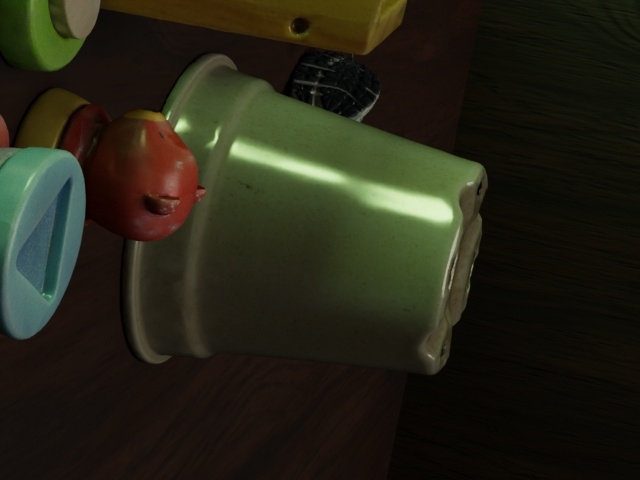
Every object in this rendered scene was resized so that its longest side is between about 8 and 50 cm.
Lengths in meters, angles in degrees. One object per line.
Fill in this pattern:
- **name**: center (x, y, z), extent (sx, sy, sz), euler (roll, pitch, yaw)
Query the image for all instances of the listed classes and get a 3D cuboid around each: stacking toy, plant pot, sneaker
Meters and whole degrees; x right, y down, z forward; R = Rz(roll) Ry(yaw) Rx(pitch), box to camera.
- **stacking toy**: center (-0.175, -0.088, 1.064), extent (0.309, 0.130, 0.279), euler (-53, 154, -64)
- **plant pot**: center (0.000, 0.000, 1.552), extent (0.334, 0.306, 0.333), euler (13, 90, -78)
- **sneaker**: center (-0.014, -0.131, 1.917), extent (0.283, 0.110, 0.122), euler (-62, 179, -43)

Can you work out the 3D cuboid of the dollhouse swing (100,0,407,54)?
- **dollhouse swing**: center (-0.014, -0.378, 1.250), extent (0.305, 0.315, 0.346), euler (-95, -164, -62)
